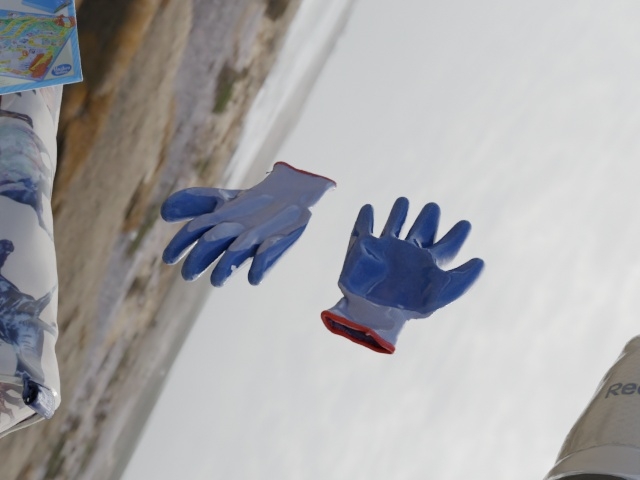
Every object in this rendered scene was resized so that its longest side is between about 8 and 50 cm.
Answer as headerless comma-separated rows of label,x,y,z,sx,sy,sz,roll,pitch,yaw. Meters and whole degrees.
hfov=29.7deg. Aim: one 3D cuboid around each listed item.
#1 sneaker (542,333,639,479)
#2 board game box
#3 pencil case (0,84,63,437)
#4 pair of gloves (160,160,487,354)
sneaker,0.160,0.168,0.553,0.129,0.111,0.297,-57,149,-37
board game box,-0.225,-0.136,0.728,0.026,0.154,0.103,38,-45,52
pencil case,-0.308,-0.032,1.071,0.183,0.159,0.410,119,-30,-63
pair of gloves,0.000,0.000,0.757,0.159,0.198,0.023,-46,153,-53
